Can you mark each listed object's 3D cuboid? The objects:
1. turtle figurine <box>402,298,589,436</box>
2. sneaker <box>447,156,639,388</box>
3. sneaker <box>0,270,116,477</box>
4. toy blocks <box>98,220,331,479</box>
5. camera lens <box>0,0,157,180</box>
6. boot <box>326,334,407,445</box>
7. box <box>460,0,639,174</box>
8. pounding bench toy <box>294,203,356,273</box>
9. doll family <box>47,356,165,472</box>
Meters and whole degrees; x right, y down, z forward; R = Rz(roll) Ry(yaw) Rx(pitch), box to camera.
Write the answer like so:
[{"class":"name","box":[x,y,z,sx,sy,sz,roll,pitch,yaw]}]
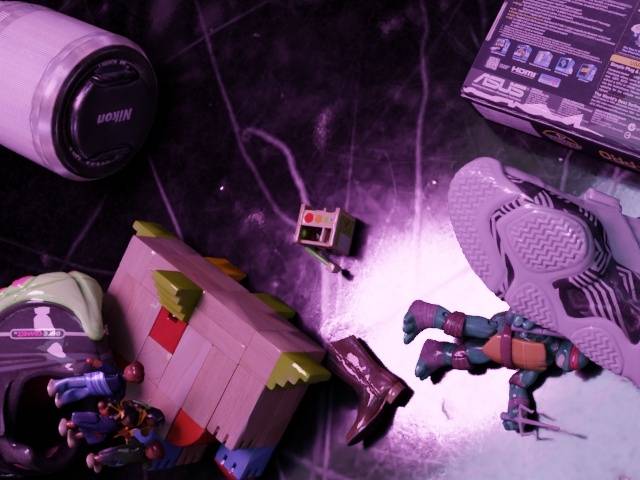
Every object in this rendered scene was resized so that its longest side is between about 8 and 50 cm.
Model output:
[{"class":"turtle figurine","box":[0.217,0.131,1.166,0.234,0.118,0.175,7,120,30]},{"class":"sneaker","box":[0.314,0.013,1.066,0.366,0.210,0.137,38,137,9]},{"class":"sneaker","box":[-0.424,0.246,1.357,0.483,0.185,0.202,-51,57,33]},{"class":"toy blocks","box":[-0.176,0.177,1.334,0.381,0.191,0.261,34,104,31]},{"class":"camera lens","box":[-0.398,-0.225,1.513,0.274,0.219,0.219,25,88,30]},{"class":"boot","box":[0.037,0.186,1.282,0.106,0.037,0.114,-46,63,-6]},{"class":"box","box":[0.404,-0.235,1.177,0.395,0.097,0.318,24,89,30]},{"class":"pounding bench toy","box":[0.000,0.000,1.343,0.065,0.052,0.083,7,80,29]},{"class":"doll family","box":[-0.244,0.209,1.221,0.111,0.193,0.076,-11,54,8]}]
